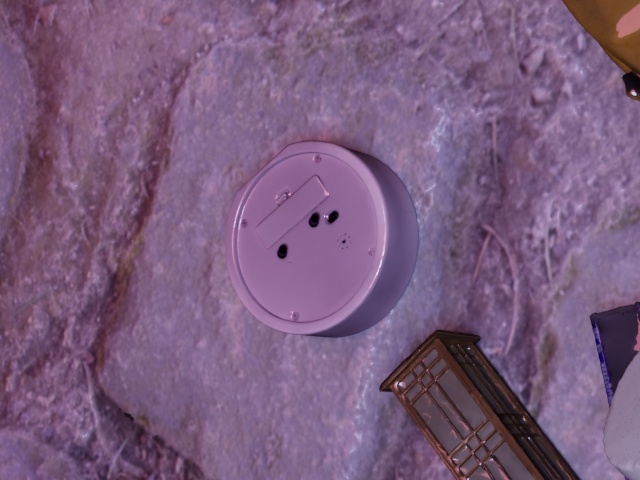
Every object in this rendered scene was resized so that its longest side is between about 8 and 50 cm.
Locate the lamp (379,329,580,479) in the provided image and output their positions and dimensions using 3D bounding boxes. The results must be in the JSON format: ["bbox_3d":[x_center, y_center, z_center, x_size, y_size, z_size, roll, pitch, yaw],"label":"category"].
[{"bbox_3d":[0.187,0.230,1.554,0.090,0.089,0.325,-47,61,19],"label":"lamp"}]

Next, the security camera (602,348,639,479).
[{"bbox_3d":[0.372,0.168,1.367,0.236,0.194,0.194,36,108,-10],"label":"security camera"}]

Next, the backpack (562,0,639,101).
[{"bbox_3d":[0.361,-0.304,1.443,0.378,0.201,0.353,-50,65,21],"label":"backpack"}]

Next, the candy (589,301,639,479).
[{"bbox_3d":[0.306,0.209,1.478,0.061,0.088,0.312,-20,73,31],"label":"candy"}]

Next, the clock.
[{"bbox_3d":[0.000,0.000,1.718,0.197,0.068,0.197,-5,81,33],"label":"clock"}]
